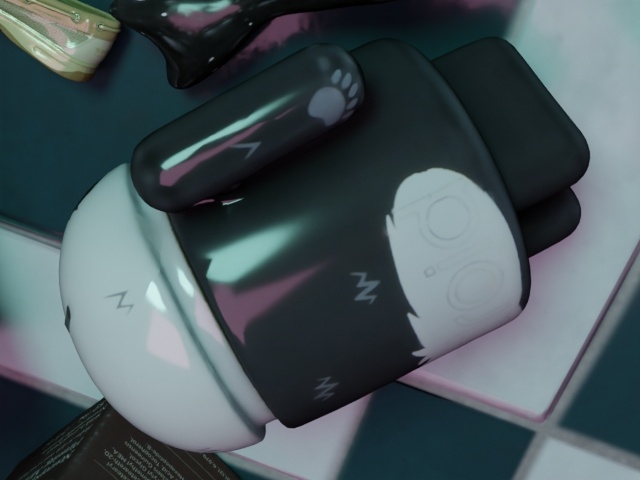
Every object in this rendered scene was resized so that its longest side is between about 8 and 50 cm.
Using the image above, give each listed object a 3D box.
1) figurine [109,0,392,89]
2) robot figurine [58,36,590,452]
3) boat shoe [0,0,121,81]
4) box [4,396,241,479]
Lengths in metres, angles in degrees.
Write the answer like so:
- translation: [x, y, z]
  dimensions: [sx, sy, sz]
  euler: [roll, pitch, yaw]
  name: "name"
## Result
- translation: [-0.057, -0.188, 0.425]
  dimensions: [0.209, 0.092, 0.215]
  euler: [-20, 131, 27]
  name: "figurine"
- translation: [-0.001, -0.003, 0.455]
  dimensions: [0.278, 0.173, 0.209]
  euler: [-26, 111, -1]
  name: "robot figurine"
- translation: [-0.196, -0.161, 0.516]
  dimensions: [0.153, 0.056, 0.048]
  euler: [37, 107, -7]
  name: "boat shoe"
- translation: [-0.168, 0.247, 0.612]
  dimensions: [0.168, 0.203, 0.167]
  euler: [-37, 101, 24]
  name: "box"
